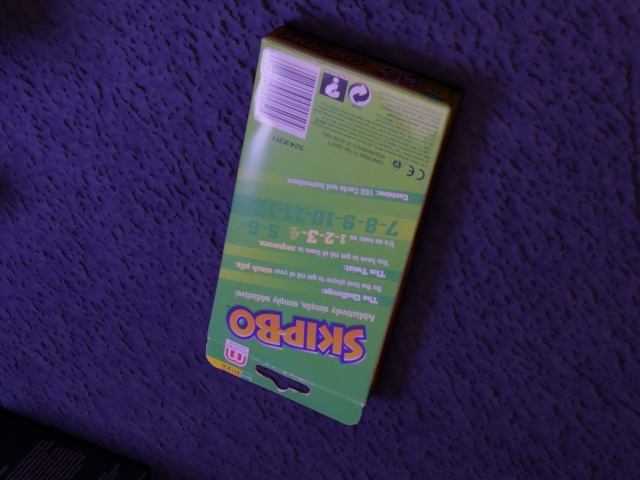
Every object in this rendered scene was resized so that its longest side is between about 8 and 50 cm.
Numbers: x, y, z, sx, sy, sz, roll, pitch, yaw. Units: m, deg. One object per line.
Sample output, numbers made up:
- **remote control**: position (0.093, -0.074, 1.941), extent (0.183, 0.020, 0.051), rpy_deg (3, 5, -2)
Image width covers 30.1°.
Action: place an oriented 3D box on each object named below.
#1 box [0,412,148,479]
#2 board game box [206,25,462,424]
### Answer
- **box**: position (-0.235, 0.247, 0.997), extent (0.158, 0.093, 0.156), rpy_deg (18, 124, 14)
- **board game box**: position (0.000, 0.000, 0.779), extent (0.124, 0.039, 0.259), rpy_deg (22, 122, 13)
